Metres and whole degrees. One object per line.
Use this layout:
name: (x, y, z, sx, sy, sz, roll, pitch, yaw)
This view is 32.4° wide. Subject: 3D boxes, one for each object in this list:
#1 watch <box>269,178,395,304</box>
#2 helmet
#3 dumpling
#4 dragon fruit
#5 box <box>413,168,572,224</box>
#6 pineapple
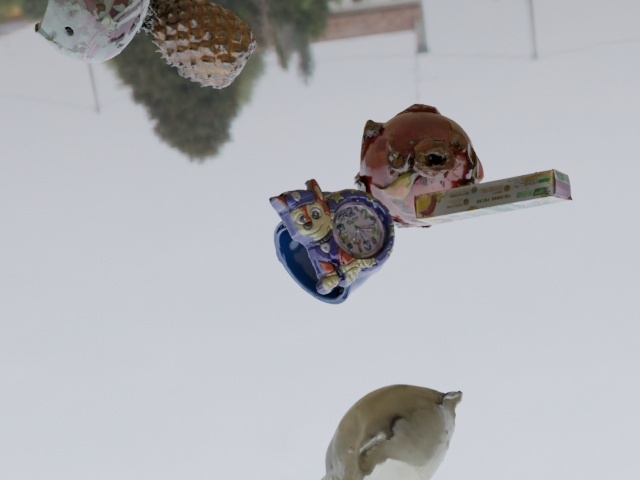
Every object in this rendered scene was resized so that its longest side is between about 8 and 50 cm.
watch: (0.009, 0.003, 1.786, 0.171, 0.196, 0.200, -29, 176, -28)
helmet: (-0.301, -0.310, 1.530, 0.177, 0.107, 0.153, -35, 180, -29)
dumpling: (0.106, 0.327, 1.688, 0.243, 0.227, 0.175, 6, -130, -27)
dragon fruit: (0.185, -0.138, 2.108, 0.250, 0.250, 0.315, -4, 169, 16)
box: (0.221, -0.056, 1.436, 0.207, 0.041, 0.050, -9, 165, 36)
pineapple: (-0.308, -0.449, 2.227, 0.361, 0.175, 0.175, 34, -166, -6)
